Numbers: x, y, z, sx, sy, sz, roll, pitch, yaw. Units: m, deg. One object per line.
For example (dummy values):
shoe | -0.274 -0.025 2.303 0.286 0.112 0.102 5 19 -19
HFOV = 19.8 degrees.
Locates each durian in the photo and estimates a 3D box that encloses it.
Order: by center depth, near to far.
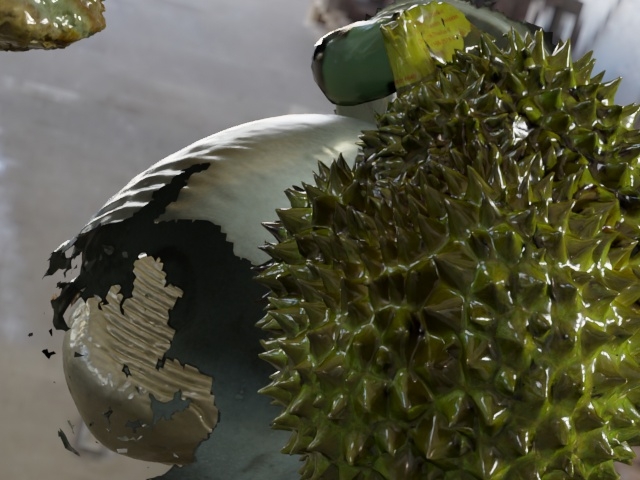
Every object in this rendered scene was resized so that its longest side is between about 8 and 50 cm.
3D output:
durian | 0.065 0.021 0.669 0.159 0.198 0.146 30 -16 -39

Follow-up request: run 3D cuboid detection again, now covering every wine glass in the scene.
wine glass | 0.005 -0.003 1.030 0.190 0.190 0.357 23 39 22

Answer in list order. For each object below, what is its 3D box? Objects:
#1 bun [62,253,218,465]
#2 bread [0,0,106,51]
bun | -0.100 0.097 1.350 0.167 0.113 0.173 -25 54 -15
bread | -0.191 -0.161 0.872 0.138 0.102 0.196 16 -16 37
